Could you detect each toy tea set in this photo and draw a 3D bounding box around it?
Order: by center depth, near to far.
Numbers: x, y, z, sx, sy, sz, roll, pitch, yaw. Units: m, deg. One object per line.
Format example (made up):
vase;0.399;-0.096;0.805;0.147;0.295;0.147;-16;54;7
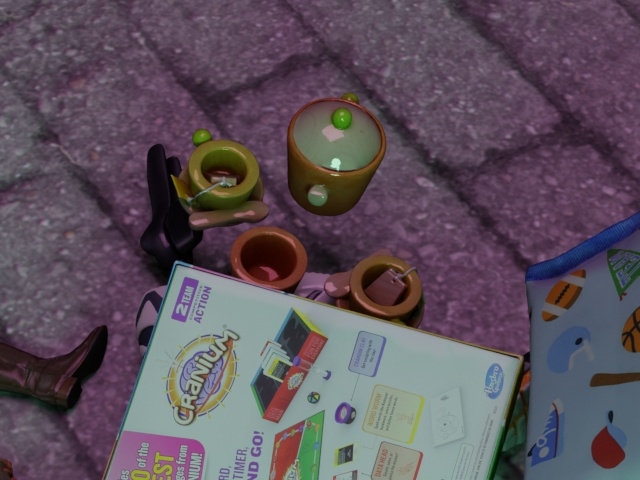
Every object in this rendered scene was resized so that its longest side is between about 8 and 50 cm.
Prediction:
toy tea set;0.000;0.000;1.858;0.200;0.124;0.336;-14;60;-19

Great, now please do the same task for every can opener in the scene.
can opener;-0.153;-0.032;2.070;0.073;0.059;0.186;-28;36;11

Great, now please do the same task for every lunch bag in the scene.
lunch bag;0.344;0.205;1.664;0.239;0.385;0.328;-30;35;34

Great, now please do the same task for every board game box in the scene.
board game box;-0.009;0.174;1.705;0.316;0.064;0.242;16;77;10

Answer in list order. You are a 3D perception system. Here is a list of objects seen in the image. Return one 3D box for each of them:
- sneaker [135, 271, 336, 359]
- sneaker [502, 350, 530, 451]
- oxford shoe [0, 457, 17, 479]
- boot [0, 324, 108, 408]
sneaker;-0.058;0.117;1.902;0.235;0.094;0.153;1;54;-8
sneaker;0.148;0.159;1.861;0.083;0.084;0.215;32;56;34
oxford shoe;-0.294;0.238;1.772;0.348;0.123;0.130;18;44;16
boot;-0.276;0.112;1.951;0.114;0.037;0.106;12;46;19
